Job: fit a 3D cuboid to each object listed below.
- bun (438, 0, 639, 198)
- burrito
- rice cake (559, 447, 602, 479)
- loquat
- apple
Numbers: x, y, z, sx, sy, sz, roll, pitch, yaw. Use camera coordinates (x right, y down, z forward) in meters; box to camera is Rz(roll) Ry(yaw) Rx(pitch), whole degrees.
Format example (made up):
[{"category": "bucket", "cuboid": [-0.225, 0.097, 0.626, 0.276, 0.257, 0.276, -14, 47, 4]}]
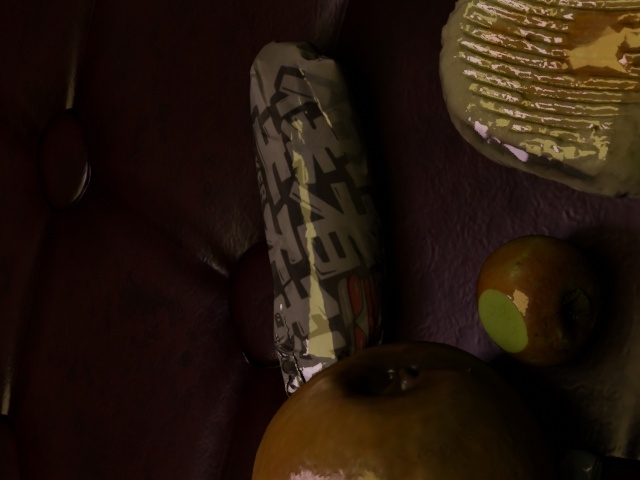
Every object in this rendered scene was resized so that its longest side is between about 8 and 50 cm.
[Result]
[{"category": "bun", "cuboid": [0.216, -0.138, 0.939, 0.243, 0.153, 0.244, -9, 73, 29]}, {"category": "burrito", "cuboid": [0.000, 0.000, 1.205, 0.139, 0.101, 0.446, -15, 77, 41]}, {"category": "rice cake", "cuboid": [0.219, 0.284, 1.016, 0.033, 0.033, 0.208, 11, 99, 37]}, {"category": "loquat", "cuboid": [0.073, 0.226, 0.999, 0.274, 0.274, 0.275, 0, 89, 47]}, {"category": "apple", "cuboid": [0.189, 0.051, 1.003, 0.102, 0.099, 0.114, 15, 126, 55]}]
